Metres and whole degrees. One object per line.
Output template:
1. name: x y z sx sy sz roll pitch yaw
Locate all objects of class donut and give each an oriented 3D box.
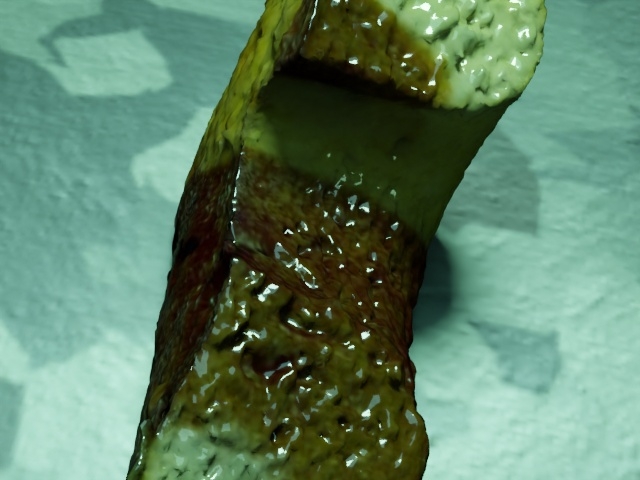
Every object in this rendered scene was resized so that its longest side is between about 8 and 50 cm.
1. donut: 0.000 0.000 0.662 0.112 0.151 0.295 23 71 -9
